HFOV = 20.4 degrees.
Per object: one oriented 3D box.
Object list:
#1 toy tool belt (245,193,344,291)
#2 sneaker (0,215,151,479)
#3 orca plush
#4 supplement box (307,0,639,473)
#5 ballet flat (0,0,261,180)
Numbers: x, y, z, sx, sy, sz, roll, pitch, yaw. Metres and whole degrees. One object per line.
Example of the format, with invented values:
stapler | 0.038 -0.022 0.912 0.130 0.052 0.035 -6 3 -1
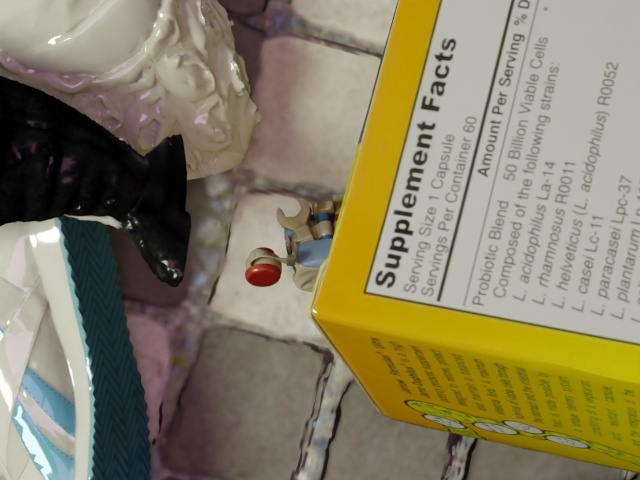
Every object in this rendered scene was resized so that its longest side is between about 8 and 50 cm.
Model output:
toy tool belt | 0.000 0.000 0.961 0.083 0.052 0.051 0 57 -6
sneaker | -0.150 0.081 0.935 0.092 0.087 0.228 -9 89 15
orca plush | -0.198 -0.029 0.821 0.287 0.102 0.151 18 83 -10
supplement box | 0.202 0.006 0.826 0.357 0.195 0.194 11 73 16
ballet flat | -0.181 -0.192 0.910 0.147 0.147 0.409 -36 91 -3
